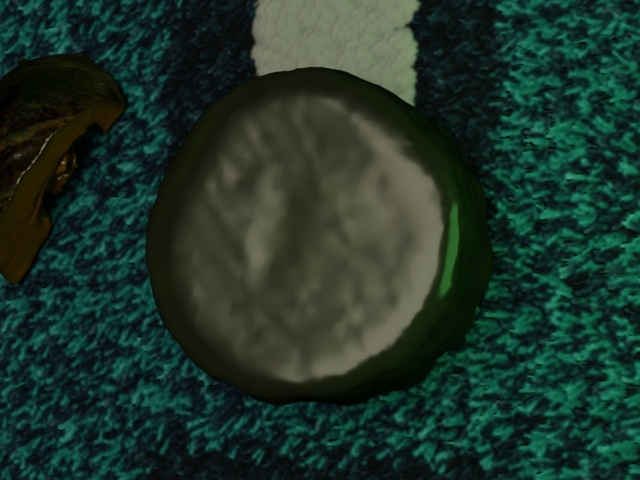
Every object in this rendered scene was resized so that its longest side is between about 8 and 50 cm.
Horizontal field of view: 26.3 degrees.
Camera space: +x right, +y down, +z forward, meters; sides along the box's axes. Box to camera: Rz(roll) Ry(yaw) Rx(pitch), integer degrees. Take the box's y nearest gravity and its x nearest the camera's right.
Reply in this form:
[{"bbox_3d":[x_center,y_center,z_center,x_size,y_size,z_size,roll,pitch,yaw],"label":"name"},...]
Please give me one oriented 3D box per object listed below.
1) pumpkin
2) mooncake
[{"bbox_3d":[-0.369,-0.109,1.617,0.163,0.111,0.278,32,95,21],"label":"pumpkin"},{"bbox_3d":[0.000,0.000,1.454,0.356,0.194,0.356,-3,80,17],"label":"mooncake"}]
